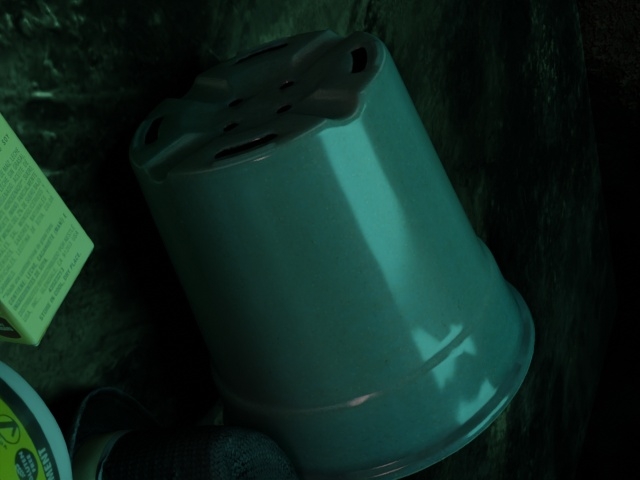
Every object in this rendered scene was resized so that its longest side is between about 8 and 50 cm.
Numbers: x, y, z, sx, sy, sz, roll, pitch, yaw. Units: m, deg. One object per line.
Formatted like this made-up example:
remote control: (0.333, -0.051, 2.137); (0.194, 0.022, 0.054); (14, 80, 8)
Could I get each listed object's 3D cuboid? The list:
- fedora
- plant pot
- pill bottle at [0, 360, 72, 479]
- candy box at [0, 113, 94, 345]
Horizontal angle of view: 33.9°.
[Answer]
fedora: (-0.094, 0.267, 0.918); (0.334, 0.152, 0.334); (-18, 90, -78)
plant pot: (0.000, 0.000, 1.015); (0.341, 0.341, 0.334); (-57, 133, -45)
pill bottle: (-0.278, 0.181, 0.530); (0.334, 0.187, 0.188); (-44, 133, -72)
candy box: (-0.282, -0.073, 0.571); (0.088, 0.182, 0.316); (-68, 148, -34)
